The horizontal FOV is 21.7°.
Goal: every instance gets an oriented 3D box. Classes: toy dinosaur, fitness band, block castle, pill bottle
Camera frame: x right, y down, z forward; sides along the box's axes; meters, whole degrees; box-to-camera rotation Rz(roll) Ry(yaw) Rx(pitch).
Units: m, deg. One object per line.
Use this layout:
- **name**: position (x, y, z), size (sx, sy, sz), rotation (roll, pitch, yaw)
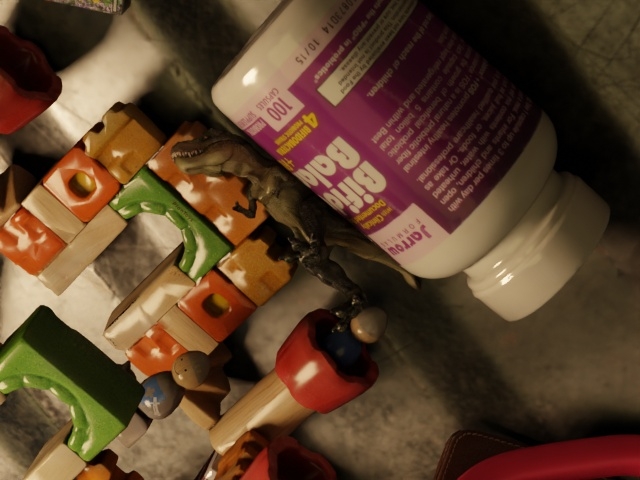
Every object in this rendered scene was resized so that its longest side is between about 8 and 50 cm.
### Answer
- **toy dinosaur**: position (0.000, 0.000, 1.346), size (0.268, 0.118, 0.064), rotation (35, 118, -28)
- **fitness band**: position (0.231, 0.271, 1.418), size (0.290, 0.209, 0.054), rotation (-6, 150, -11)
- **block castle**: position (-0.158, 0.045, 1.345), size (0.453, 0.303, 0.213), rotation (42, 114, -11)
- **pill bottle**: position (0.076, -0.077, 1.312), size (0.301, 0.169, 0.169), rotation (40, 116, -8)

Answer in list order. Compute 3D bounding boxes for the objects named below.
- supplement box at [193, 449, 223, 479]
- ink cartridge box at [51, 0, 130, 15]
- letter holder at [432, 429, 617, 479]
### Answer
- **supplement box**: position (-0.098, 0.311, 1.588), size (0.130, 0.073, 0.239), rotation (33, 116, -4)
- **ink cartridge box**: position (-0.212, -0.228, 1.376), size (0.115, 0.029, 0.063), rotation (12, 117, 5)
- **letter holder**: position (0.212, 0.327, 1.506), size (0.301, 0.214, 0.152), rotation (23, 149, 1)
